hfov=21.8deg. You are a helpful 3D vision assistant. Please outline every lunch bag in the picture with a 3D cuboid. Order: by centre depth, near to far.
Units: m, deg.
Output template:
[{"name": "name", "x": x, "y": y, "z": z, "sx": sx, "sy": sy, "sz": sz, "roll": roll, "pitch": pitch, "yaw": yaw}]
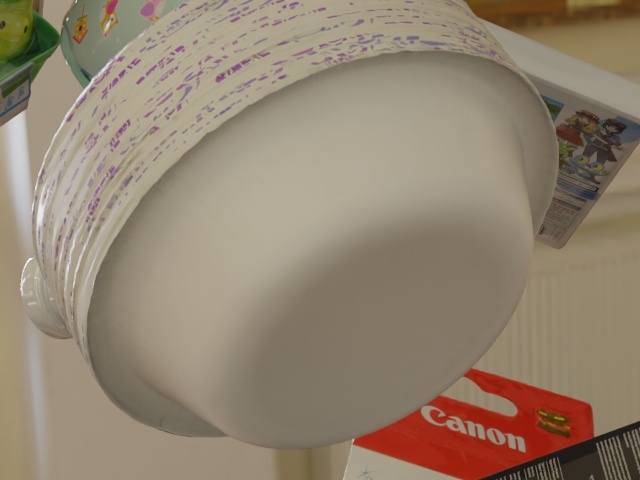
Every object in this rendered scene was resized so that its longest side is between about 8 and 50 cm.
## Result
[{"name": "lunch bag", "x": -0.150, "y": -0.229, "z": 1.760, "sx": 0.160, "sy": 0.223, "sz": 0.262, "roll": -6, "pitch": 53, "yaw": -49}]

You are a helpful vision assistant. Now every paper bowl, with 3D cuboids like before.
[{"name": "paper bowl", "x": 0.000, "y": 0.000, "z": 0.897, "sx": 0.284, "sy": 0.284, "sz": 0.148, "roll": -10, "pitch": 47, "yaw": -27}]

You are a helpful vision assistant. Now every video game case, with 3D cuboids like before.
[{"name": "video game case", "x": 0.105, "y": -0.117, "z": 1.472, "sx": 0.329, "sy": 0.036, "sz": 0.300, "roll": 23, "pitch": -22, "yaw": 2}]

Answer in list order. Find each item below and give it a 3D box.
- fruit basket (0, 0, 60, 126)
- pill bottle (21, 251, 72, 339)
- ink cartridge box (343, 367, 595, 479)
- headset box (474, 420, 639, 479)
[{"name": "fruit basket", "x": -0.389, "y": -0.235, "z": 1.744, "sx": 0.327, "sy": 0.165, "sz": 0.353, "roll": -40, "pitch": -9, "yaw": -34}, {"name": "pill bottle", "x": -0.132, "y": 0.025, "z": 1.225, "sx": 0.184, "sy": 0.103, "sz": 0.103, "roll": -12, "pitch": 5, "yaw": 38}, {"name": "ink cartridge box", "x": 0.159, "y": 0.305, "z": 1.842, "sx": 0.308, "sy": 0.385, "sz": 0.091, "roll": 15, "pitch": 43, "yaw": 30}, {"name": "headset box", "x": 0.221, "y": 0.280, "z": 1.247, "sx": 0.283, "sy": 0.246, "sz": 0.131, "roll": -21, "pitch": 36, "yaw": 11}]
